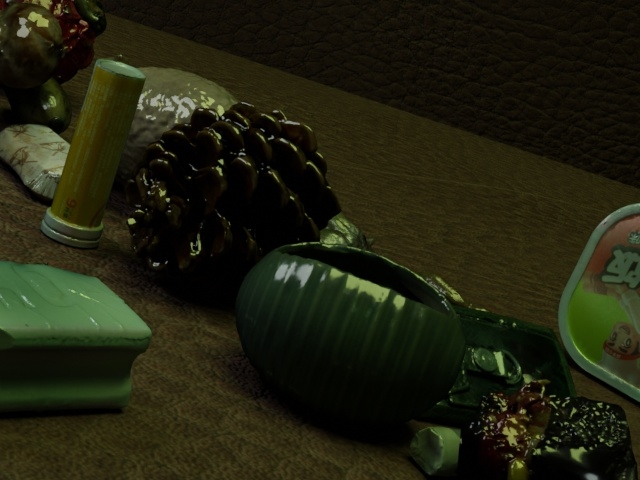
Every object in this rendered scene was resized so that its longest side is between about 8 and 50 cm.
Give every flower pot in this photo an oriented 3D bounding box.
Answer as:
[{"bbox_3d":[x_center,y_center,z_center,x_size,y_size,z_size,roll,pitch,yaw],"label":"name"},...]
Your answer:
[{"bbox_3d":[0.028,0.096,1.254,0.243,0.157,0.189,25,16,10],"label":"flower pot"}]

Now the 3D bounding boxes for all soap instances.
[{"bbox_3d":[-0.281,0.077,1.032,0.230,0.091,0.145,6,20,-47],"label":"soap"}]

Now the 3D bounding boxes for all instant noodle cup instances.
[{"bbox_3d":[0.541,0.104,1.769,0.294,0.294,0.308,31,11,34],"label":"instant noodle cup"}]

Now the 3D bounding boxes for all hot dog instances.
[{"bbox_3d":[-0.367,-0.102,1.621,0.108,0.059,0.191,-8,33,-36],"label":"hot dog"}]

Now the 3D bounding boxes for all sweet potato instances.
[{"bbox_3d":[0.185,0.079,1.766,0.153,0.038,0.041,29,39,22],"label":"sweet potato"}]

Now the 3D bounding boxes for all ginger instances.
[{"bbox_3d":[-0.572,-0.283,1.735,0.256,0.176,0.375,6,9,42],"label":"ginger"}]

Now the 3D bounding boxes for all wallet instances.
[{"bbox_3d":[0.198,0.150,1.405,0.236,0.055,0.160,11,47,-24],"label":"wallet"}]

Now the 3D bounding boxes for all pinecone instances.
[{"bbox_3d":[-0.118,-0.049,1.453,0.257,0.244,0.243,-7,24,-19],"label":"pinecone"}]

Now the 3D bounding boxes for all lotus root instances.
[{"bbox_3d":[-0.436,-0.217,1.877,0.080,0.089,0.179,-34,46,-17],"label":"lotus root"}]

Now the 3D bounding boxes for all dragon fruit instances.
[{"bbox_3d":[-0.499,-0.381,2.087,0.244,0.244,0.299,6,21,-45],"label":"dragon fruit"}]

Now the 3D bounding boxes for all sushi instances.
[{"bbox_3d":[0.202,0.211,1.114,0.150,0.153,0.172,5,35,8],"label":"sushi"}]

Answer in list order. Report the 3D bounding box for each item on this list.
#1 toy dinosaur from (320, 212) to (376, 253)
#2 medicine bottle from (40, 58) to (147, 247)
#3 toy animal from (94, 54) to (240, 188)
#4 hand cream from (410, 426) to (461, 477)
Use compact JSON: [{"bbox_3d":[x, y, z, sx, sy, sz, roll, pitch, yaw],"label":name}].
[{"bbox_3d":[-0.003,0.007,1.706,0.162,0.077,0.294,28,30,10],"label":"toy dinosaur"},{"bbox_3d":[-0.268,-0.103,1.438,0.074,0.218,0.074,19,16,-6],"label":"medicine bottle"},{"bbox_3d":[-0.214,-0.147,1.698,0.226,0.188,0.358,20,-9,-29],"label":"toy animal"},{"bbox_3d":[0.205,0.225,1.253,0.255,0.048,0.079,13,21,-35],"label":"hand cream"}]
